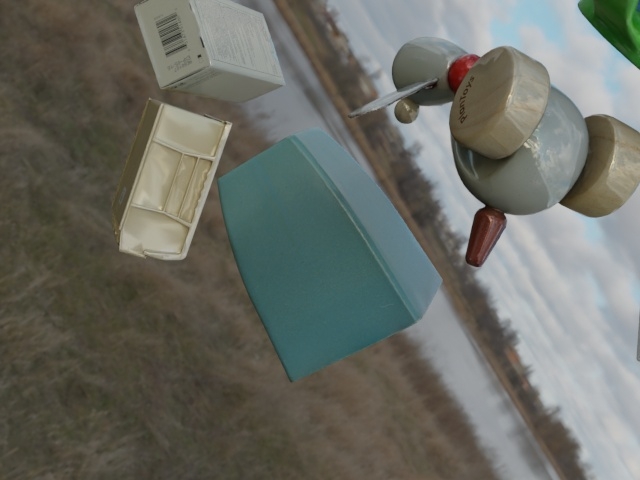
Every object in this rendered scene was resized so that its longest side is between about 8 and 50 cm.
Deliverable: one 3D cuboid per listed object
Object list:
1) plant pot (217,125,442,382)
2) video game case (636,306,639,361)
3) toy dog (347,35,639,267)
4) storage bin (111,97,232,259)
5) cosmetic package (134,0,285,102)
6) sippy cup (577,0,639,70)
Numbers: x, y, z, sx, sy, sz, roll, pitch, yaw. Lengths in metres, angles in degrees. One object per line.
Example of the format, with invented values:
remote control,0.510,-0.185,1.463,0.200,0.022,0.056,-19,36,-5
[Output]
plant pot,0.000,0.000,0.987,0.234,0.166,0.165,61,20,-4
video game case,0.506,0.095,1.175,0.019,0.157,0.143,21,73,-43
toy dog,0.136,-0.083,0.788,0.220,0.161,0.333,31,10,-4
storage bin,-0.276,-0.112,1.554,0.123,0.260,0.262,18,6,-19
cosmetic package,-0.193,-0.352,1.609,0.309,0.113,0.160,-7,78,-69
sippy cup,0.396,-0.232,0.792,0.240,0.224,0.305,42,27,8
